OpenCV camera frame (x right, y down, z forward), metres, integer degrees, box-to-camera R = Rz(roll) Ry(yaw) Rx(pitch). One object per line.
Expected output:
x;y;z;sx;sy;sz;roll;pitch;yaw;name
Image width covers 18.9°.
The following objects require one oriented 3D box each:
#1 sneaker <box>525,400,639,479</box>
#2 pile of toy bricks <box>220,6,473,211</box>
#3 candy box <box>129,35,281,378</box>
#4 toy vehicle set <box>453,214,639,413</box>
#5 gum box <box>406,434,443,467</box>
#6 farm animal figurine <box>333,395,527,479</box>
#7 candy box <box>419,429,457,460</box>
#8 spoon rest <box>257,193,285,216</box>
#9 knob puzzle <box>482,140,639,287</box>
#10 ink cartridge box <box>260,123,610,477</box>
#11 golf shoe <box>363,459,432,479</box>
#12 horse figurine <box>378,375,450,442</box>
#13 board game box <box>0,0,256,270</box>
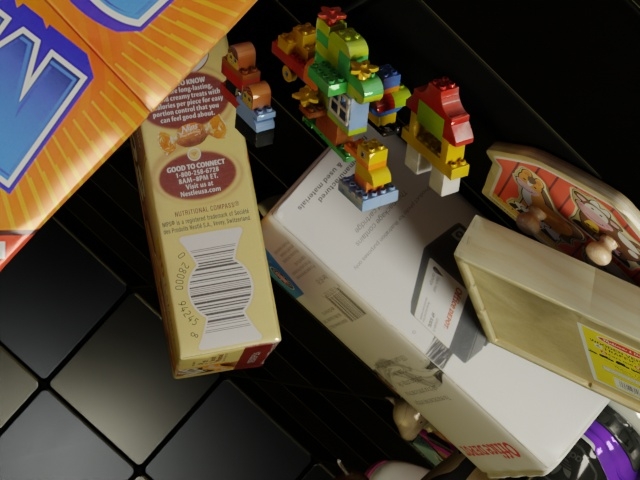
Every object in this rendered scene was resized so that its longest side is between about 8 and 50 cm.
0.245;0.233;1.765;0.102;0.146;0.293;36;167;29;sneaker
0.012;-0.117;1.386;0.212;0.118;0.105;44;141;41;pile of toy bricks
-0.107;-0.053;1.584;0.183;0.087;0.316;127;134;-79;candy box
0.231;0.082;1.396;0.267;0.035;0.166;25;163;23;toy vehicle set
0.206;0.303;2.447;0.157;0.041;0.184;44;168;-16;gum box
0.133;0.290;1.868;0.330;0.327;0.172;39;-173;29;farm animal figurine
0.236;0.288;2.204;0.159;0.071;0.233;26;160;53;candy box
0.000;0.000;1.881;0.137;0.084;0.276;42;168;-3;spoon rest
0.189;0.000;1.369;0.213;0.030;0.213;40;169;10;knob puzzle
0.094;0.052;1.631;0.307;0.129;0.223;43;168;-2;ink cartridge box
0.184;0.350;2.203;0.306;0.115;0.140;37;159;-9;golf shoe
0.119;0.155;2.120;0.263;0.066;0.174;34;161;45;horse figurine
-0.293;-0.226;1.305;0.356;0.356;0.356;47;167;-25;board game box
